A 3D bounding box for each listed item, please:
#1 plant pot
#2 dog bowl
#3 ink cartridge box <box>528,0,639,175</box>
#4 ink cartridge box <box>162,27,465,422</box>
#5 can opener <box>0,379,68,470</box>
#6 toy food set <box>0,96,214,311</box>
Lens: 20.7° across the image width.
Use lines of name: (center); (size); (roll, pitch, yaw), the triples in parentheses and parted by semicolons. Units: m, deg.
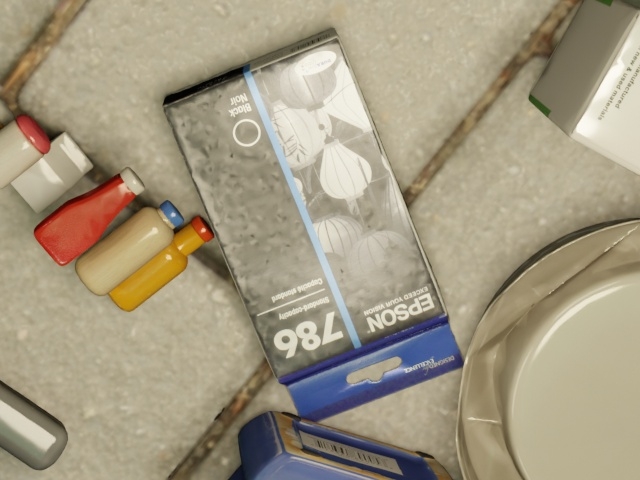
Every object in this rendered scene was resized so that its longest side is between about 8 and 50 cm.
plant pot: (0.006, 0.280, 1.508); (0.236, 0.236, 0.212); (17, 96, -7)
dog bowl: (0.285, 0.138, 1.546); (0.349, 0.102, 0.349); (-1, 104, -3)
ink cartridge box: (0.330, -0.085, 1.440); (0.278, 0.201, 0.117); (28, 100, -9)
ink cartridge box: (0.000, 0.000, 1.522); (0.165, 0.065, 0.332); (-23, 104, 3)
can opener: (-0.358, 0.126, 1.525); (0.283, 0.076, 0.095); (36, 83, -9)
toy food set: (-0.197, -0.046, 1.477); (0.104, 0.111, 0.232); (-38, 104, 5)
